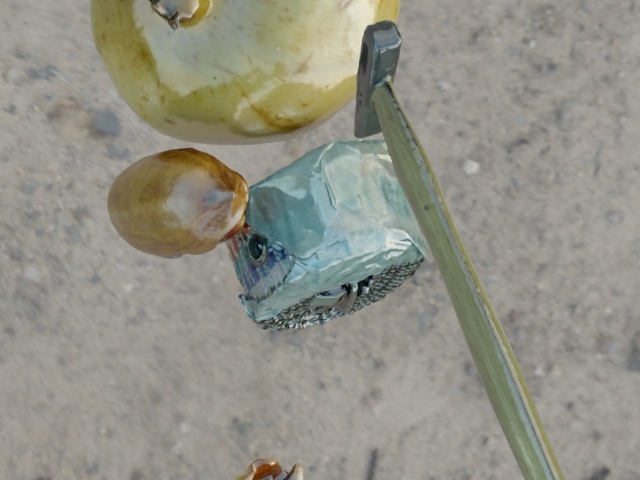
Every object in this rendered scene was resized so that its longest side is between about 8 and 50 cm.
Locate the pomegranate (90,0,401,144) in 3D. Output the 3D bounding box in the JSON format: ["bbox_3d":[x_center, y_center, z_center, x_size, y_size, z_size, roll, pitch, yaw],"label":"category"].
[{"bbox_3d":[-0.081,-0.255,1.444,0.342,0.342,0.342,-6,106,-21],"label":"pomegranate"}]

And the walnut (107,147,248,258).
[{"bbox_3d":[-0.138,-0.037,1.384,0.116,0.207,0.115,4,82,-33],"label":"walnut"}]

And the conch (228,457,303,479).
[{"bbox_3d":[-0.077,0.276,1.285,0.104,0.094,0.176,42,90,-8],"label":"conch"}]

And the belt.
[{"bbox_3d":[0.000,0.000,1.500,0.207,0.257,0.150,-18,74,-11],"label":"belt"}]

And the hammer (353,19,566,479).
[{"bbox_3d":[0.049,0.019,0.474,0.013,0.199,0.062,-14,152,-12],"label":"hammer"}]
